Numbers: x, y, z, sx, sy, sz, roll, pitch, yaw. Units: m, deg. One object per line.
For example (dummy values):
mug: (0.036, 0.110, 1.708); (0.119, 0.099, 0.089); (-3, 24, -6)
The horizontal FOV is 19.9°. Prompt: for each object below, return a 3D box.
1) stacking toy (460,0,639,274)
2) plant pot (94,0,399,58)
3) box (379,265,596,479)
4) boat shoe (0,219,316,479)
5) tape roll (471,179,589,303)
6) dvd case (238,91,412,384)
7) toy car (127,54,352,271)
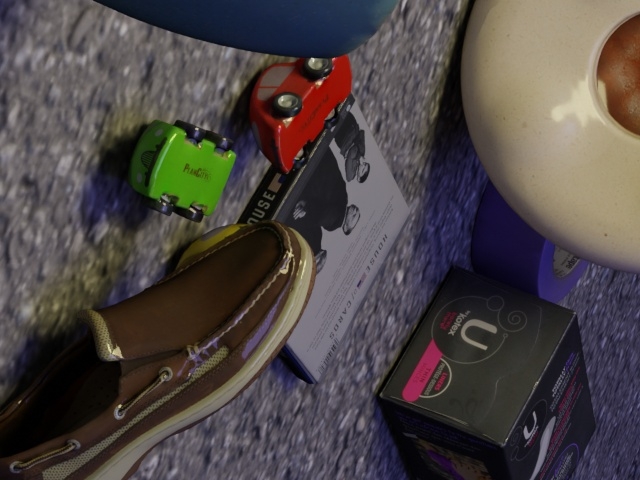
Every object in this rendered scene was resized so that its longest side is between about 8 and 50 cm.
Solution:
stacking toy: (0.346, -0.167, 1.761); (0.480, 0.351, 0.350); (-25, 135, -72)
plant pot: (-0.084, -0.231, 0.852); (0.195, 0.290, 0.290); (-2, 119, -24)
box: (0.178, 0.174, 1.876); (0.165, 0.143, 0.270); (-59, 155, -21)
boat shoe: (-0.115, 0.076, 1.180); (0.257, 0.095, 0.095); (-46, 136, -1)
tape roll: (0.236, -0.034, 1.887); (0.189, 0.080, 0.189); (-47, 151, -37)
dvd case: (0.000, 0.000, 1.487); (0.179, 0.030, 0.238); (-60, 156, -14)
toy car: (-0.075, -0.045, 1.259); (0.225, 0.053, 0.239); (19, 93, -66)
